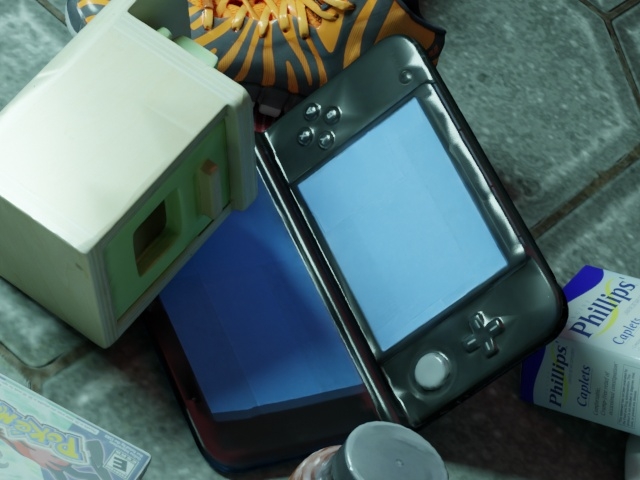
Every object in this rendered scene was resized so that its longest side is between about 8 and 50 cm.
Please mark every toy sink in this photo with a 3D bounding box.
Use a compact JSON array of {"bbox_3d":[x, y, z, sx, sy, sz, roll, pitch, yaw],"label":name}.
[{"bbox_3d":[-0.129,-0.064,1.332,0.131,0.153,0.234,33,65,16],"label":"toy sink"}]

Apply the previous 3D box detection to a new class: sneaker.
[{"bbox_3d":[-0.042,-0.198,1.538,0.321,0.180,0.124,12,44,-25],"label":"sneaker"}]

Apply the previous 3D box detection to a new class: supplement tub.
[{"bbox_3d":[0.009,0.202,1.169,0.106,0.198,0.106,18,39,-15],"label":"supplement tub"}]

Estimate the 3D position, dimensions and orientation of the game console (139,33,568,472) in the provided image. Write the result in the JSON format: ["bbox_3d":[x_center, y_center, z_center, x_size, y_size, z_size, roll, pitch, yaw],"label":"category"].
[{"bbox_3d":[0.000,0.000,1.395,0.173,0.250,0.293,19,39,-57],"label":"game console"}]

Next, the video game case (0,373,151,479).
[{"bbox_3d":[-0.228,0.142,1.193,0.201,0.023,0.183,29,26,2],"label":"video game case"}]

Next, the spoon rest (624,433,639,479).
[{"bbox_3d":[0.286,0.217,1.442,0.137,0.084,0.276,37,25,7],"label":"spoon rest"}]

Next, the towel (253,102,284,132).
[{"bbox_3d":[-0.030,-0.132,1.650,0.237,0.037,0.329,22,40,-13],"label":"towel"}]

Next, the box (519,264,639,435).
[{"bbox_3d":[0.252,0.091,1.508,0.137,0.072,0.126,15,31,27],"label":"box"}]
